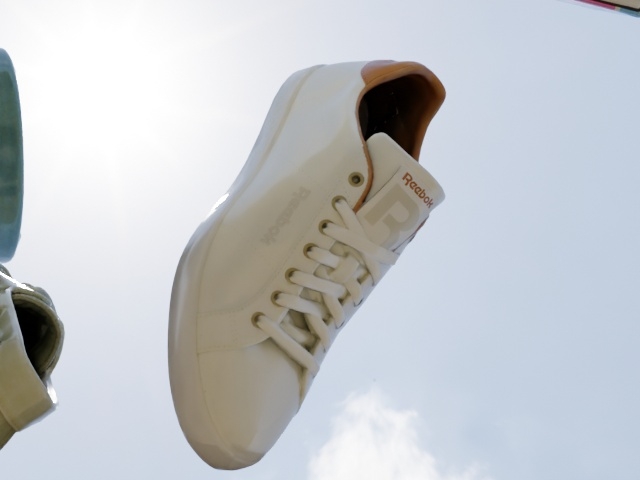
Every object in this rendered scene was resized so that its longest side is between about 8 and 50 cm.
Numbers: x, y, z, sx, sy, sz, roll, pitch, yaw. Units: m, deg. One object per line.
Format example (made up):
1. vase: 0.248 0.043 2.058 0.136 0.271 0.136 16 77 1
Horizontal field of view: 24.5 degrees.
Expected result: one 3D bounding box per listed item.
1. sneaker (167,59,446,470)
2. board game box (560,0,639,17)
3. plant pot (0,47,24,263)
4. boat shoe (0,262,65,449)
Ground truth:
1. sneaker: 0.000 0.000 0.885 0.123 0.106 0.290 -8 -128 39
2. board game box: 0.035 -0.259 0.713 0.317 0.064 0.242 11 -80 -16
3. plant pot: -0.377 -0.066 1.191 0.255 0.272 0.271 -1 -96 -20
4. boat shoe: -0.207 0.071 0.933 0.094 0.302 0.109 -23 -71 -2
